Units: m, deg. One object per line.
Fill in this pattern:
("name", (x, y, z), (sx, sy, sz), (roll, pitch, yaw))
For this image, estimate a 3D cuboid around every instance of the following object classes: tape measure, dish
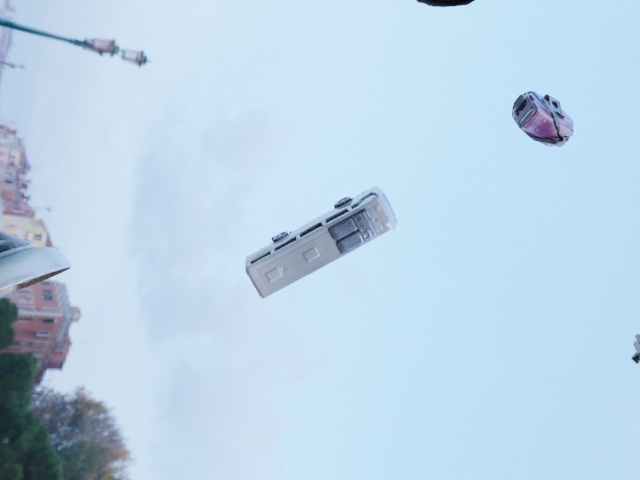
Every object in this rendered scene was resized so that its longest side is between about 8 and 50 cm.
("tape measure", (0.440, -0.238, 1.235), (0.074, 0.118, 0.125), (-54, -158, 33))
("dish", (-0.365, 0.022, 0.706), (0.141, 0.141, 0.078), (-19, -85, 57))

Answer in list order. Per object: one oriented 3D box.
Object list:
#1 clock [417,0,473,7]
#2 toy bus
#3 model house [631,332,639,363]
("clock", (0.297, -0.699, 1.419), (0.325, 0.325, 0.067), (-56, -168, 37))
("toy bus", (0.000, 0.000, 1.350), (0.097, 0.343, 0.138), (61, 3, -12))
("model house", (0.501, 0.062, 0.763), (0.271, 0.178, 0.206), (-44, -177, 23))
